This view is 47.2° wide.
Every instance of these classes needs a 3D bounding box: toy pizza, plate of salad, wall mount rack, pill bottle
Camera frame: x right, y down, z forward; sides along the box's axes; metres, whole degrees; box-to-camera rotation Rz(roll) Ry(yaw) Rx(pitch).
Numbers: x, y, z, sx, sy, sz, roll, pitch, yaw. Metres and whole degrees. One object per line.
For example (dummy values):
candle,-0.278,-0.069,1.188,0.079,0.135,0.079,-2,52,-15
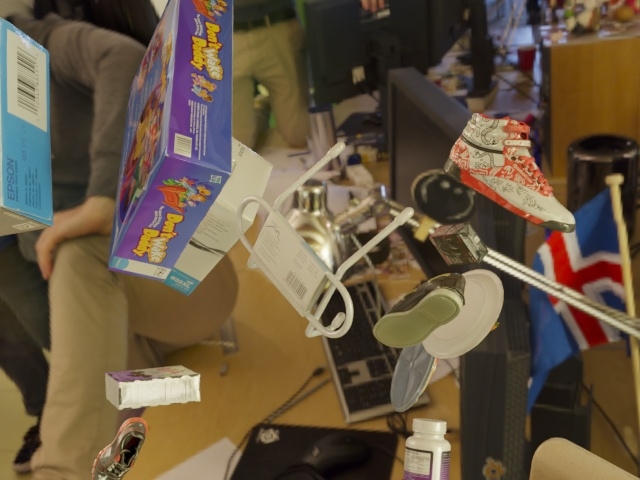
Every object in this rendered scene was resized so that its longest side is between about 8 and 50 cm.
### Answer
toy pizza,0.209,0.275,1.574,0.032,0.201,0.201,24,27,-10
plate of salad,0.277,0.145,1.416,0.200,0.048,0.199,-40,28,26
wall mount rack,0.000,0.000,1.370,0.130,0.304,0.350,-9,47,-46
pill bottle,0.253,0.525,1.739,0.108,0.193,0.108,5,-8,1

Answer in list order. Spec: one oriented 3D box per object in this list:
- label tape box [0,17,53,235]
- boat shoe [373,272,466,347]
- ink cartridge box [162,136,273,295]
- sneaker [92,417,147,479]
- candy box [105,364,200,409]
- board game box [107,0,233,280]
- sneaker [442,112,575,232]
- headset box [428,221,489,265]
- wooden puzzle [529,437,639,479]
label tape box,-0.511,-0.116,0.921,0.334,0.240,0.106,-9,-12,14
boat shoe,0.181,0.129,1.324,0.228,0.081,0.068,-38,16,48
ink cartridge box,-0.258,-0.054,1.688,0.307,0.129,0.223,-44,21,37
sneaker,-0.362,0.394,1.310,0.061,0.157,0.065,26,6,-22
candy box,-0.410,0.356,1.786,0.196,0.070,0.165,-1,-1,-27
board game box,-0.197,-0.155,0.975,0.078,0.233,0.347,15,49,-25
sneaker,0.359,-0.131,1.314,0.270,0.145,0.090,34,20,29
headset box,0.217,0.006,1.167,0.032,0.062,0.083,-44,17,-26
wooden puzzle,0.426,0.464,0.986,0.322,0.347,0.081,24,35,38
